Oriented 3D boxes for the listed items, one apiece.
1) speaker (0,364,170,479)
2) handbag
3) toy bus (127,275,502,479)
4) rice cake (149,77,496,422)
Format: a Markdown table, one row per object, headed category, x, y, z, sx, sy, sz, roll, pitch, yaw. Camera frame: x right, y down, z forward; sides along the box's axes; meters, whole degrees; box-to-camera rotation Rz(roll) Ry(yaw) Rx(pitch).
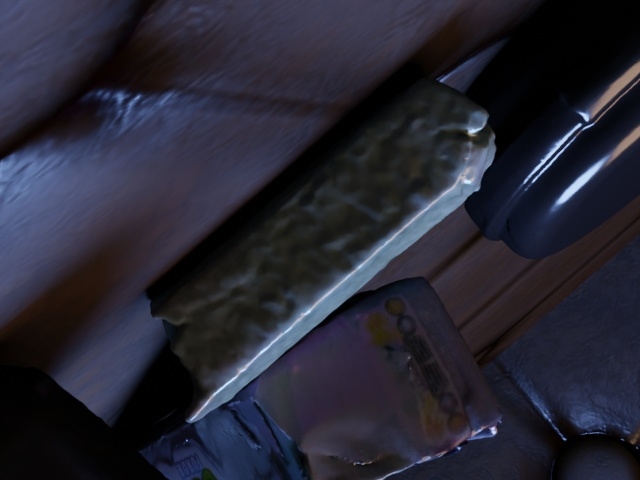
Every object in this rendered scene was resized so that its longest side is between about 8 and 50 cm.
| category | x | y | z | sx | sy | sz | roll | pitch | yaw |
| --- | --- | --- | --- | --- | --- | --- | --- | --- | --- |
| speaker | -0.198 | 0.216 | 0.735 | 0.388 | 0.184 | 0.180 | -35 | 169 | -20 |
| handbag | 0.200 | -0.112 | 0.993 | 0.308 | 0.093 | 0.254 | -43 | 167 | 19 |
| toy bus | -0.028 | 0.118 | 1.003 | 0.138 | 0.112 | 0.317 | -27 | 174 | -29 |
| rice cake | 0.001 | 0.000 | 0.845 | 0.206 | 0.063 | 0.069 | -40 | 176 | 9 |
